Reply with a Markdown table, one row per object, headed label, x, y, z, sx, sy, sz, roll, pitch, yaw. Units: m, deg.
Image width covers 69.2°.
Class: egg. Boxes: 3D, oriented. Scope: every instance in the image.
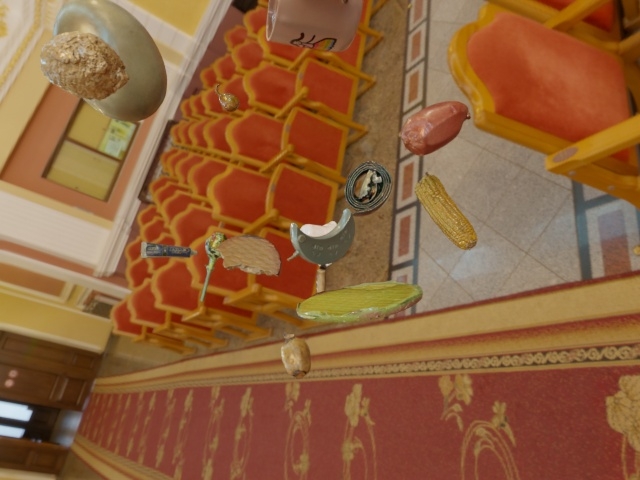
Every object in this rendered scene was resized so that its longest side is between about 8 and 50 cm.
| label | x | y | z | sx | sy | sz | roll | pitch | yaw |
| --- | --- | --- | --- | --- | --- | --- | --- | --- | --- |
| egg | -0.580 | -0.501 | 1.294 | 0.259 | 0.352 | 0.258 | -27 | 4 | 2 |
| egg | -0.419 | -0.310 | 0.829 | 0.118 | 0.140 | 0.116 | 49 | 132 | 48 |

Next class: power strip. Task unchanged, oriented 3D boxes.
| label | x | y | z | sx | sy | sz | roll | pitch | yaw |
| --- | --- | --- | --- | --- | --- | --- | --- | --- | --- |
| power strip | 0.000 | 0.000 | 1.245 | 0.044 | 0.216 | 0.137 | 16 | 120 | 58 |

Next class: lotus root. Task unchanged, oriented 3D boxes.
| label | x | y | z | sx | sy | sz | roll | pitch | yaw |
| --- | --- | --- | --- | --- | --- | --- | --- | --- | --- |
| lotus root | -0.111 | 0.497 | 2.047 | 0.118 | 0.125 | 0.220 | -47 | 47 | 40 |

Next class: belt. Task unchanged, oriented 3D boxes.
| label | x | y | z | sx | sy | sz | roll | pitch | yaw |
| --- | --- | --- | --- | --- | --- | --- | --- | --- | --- |
| belt | 0.217 | -0.232 | 2.151 | 0.267 | 0.207 | 0.116 | -59 | -11 | 2 |

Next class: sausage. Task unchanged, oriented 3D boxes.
| label | x | y | z | sx | sy | sz | roll | pitch | yaw |
| --- | --- | --- | --- | --- | --- | --- | --- | --- | --- |
| sausage | 0.365 | -0.362 | 1.499 | 0.254 | 0.148 | 0.148 | -31 | 12 | -26 |

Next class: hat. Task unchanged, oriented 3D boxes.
| label | x | y | z | sx | sy | sz | roll | pitch | yaw |
| --- | --- | --- | --- | --- | --- | --- | --- | --- | --- |
| hat | -0.019 | 0.005 | 1.859 | 0.203 | 0.126 | 0.203 | -29 | 55 | 53 |

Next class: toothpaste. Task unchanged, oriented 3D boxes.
| label | x | y | z | sx | sy | sz | roll | pitch | yaw |
| --- | --- | --- | --- | --- | --- | --- | --- | --- | --- |
| toothpaste | -0.516 | 0.038 | 1.592 | 0.035 | 0.197 | 0.057 | -13 | 76 | 49 |

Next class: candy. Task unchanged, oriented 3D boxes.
| label | x | y | z | sx | sy | sz | roll | pitch | yaw |
| --- | --- | --- | --- | --- | --- | --- | --- | --- | --- |
| candy | -0.412 | 0.105 | 1.746 | 0.091 | 0.083 | 0.305 | -97 | 25 | -60 |

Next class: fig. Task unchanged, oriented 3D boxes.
| label | x | y | z | sx | sy | sz | roll | pitch | yaw |
| --- | --- | --- | --- | --- | --- | --- | --- | --- | --- |
| fig | -0.267 | -0.402 | 1.313 | 0.050 | 0.083 | 0.050 | -34 | 27 | 20 |

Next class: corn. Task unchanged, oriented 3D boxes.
| label | x | y | z | sx | sy | sz | roll | pitch | yaw |
| --- | --- | --- | --- | --- | --- | --- | --- | --- | --- |
| corn | 0.424 | -0.095 | 1.585 | 0.102 | 0.102 | 0.312 | -49 | 53 | 34 |

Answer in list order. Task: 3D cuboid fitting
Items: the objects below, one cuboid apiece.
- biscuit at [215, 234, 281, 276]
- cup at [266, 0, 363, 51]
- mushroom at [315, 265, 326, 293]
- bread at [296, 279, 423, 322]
| label | x | y | z | sx | sy | sz | roll | pitch | yaw |
| --- | --- | --- | --- | --- | --- | --- | --- | --- | --- |
| biscuit | -0.232 | 0.061 | 1.555 | 0.176 | 0.228 | 0.031 | -37 | -26 | -20 |
| cup | -0.006 | -0.561 | 1.089 | 0.253 | 0.201 | 0.191 | -177 | 93 | -74 |
| mushroom | 0.015 | 0.164 | 1.414 | 0.061 | 0.060 | 0.186 | 10 | 117 | 35 |
| bread | 0.090 | 0.146 | 1.085 | 0.301 | 0.302 | 0.045 | -3 | 97 | 62 |
